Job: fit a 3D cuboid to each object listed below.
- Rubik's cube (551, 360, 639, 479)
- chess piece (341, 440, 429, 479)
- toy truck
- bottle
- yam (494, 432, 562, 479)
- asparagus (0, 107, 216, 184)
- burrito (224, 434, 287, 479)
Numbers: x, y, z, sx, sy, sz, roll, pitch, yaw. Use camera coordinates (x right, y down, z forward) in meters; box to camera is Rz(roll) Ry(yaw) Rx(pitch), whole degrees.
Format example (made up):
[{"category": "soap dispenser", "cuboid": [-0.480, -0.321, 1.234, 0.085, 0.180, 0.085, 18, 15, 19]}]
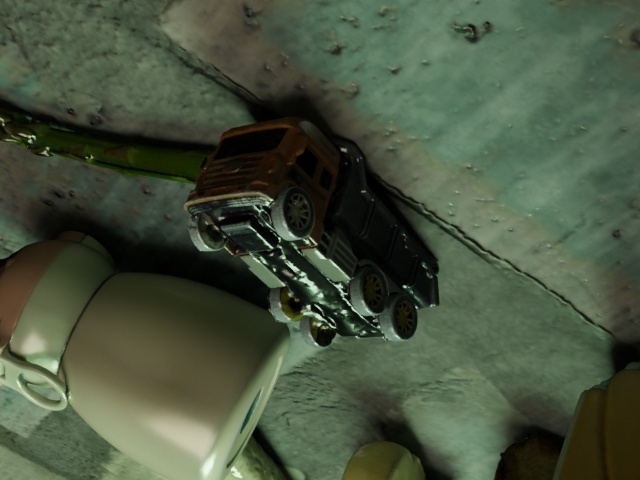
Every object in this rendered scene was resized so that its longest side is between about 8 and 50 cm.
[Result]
[{"category": "Rubik's cube", "cuboid": [0.327, 0.308, 0.843, 0.352, 0.347, 0.351, 1, 139, 29]}, {"category": "chess piece", "cuboid": [0.099, 0.317, 1.197, 0.117, 0.117, 0.397, 5, 139, 25]}, {"category": "toy truck", "cuboid": [0.000, 0.000, 0.867, 0.083, 0.092, 0.192, -7, 142, 38]}, {"category": "bottle", "cuboid": [-0.155, 0.081, 1.015, 0.237, 0.147, 0.147, 26, 145, 7]}, {"category": "yam", "cuboid": [0.172, 0.220, 1.056, 0.079, 0.079, 0.141, 16, 145, 12]}, {"category": "asparagus", "cuboid": [-0.156, -0.066, 0.923, 0.236, 0.027, 0.034, 13, 138, 16]}, {"category": "burrito", "cuboid": [-0.070, 0.213, 1.203, 0.082, 0.059, 0.275, 17, 146, 36]}]
